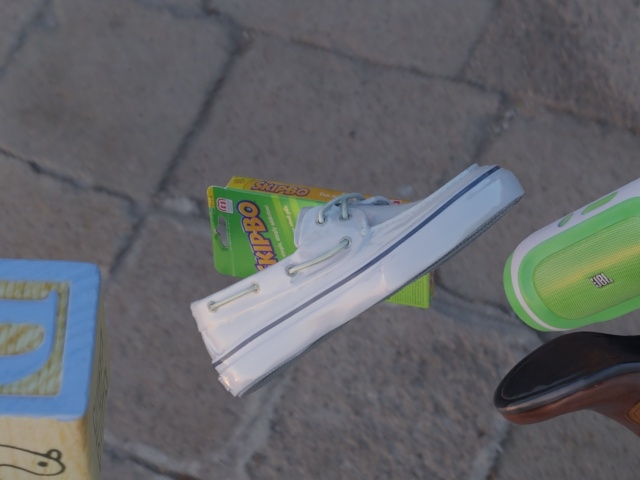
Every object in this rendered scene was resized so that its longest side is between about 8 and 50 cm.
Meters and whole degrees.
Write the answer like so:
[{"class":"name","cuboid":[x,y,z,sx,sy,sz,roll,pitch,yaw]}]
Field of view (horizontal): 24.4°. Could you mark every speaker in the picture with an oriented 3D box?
[{"class":"speaker","cuboid":[0.341,0.010,1.674,0.296,0.131,0.131,-32,46,50]}]

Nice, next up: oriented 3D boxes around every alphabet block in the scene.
[{"class":"alphabet block","cuboid":[-0.325,0.150,1.565,0.192,0.197,0.193,3,53,-2]}]

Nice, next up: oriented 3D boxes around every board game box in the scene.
[{"class":"board game box","cuboid":[0.000,0.000,1.669,0.259,0.124,0.039,7,35,14]}]

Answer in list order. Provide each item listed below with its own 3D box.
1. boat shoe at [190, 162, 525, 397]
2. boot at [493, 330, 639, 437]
[{"class":"boat shoe","cuboid":[0.012,0.009,0.890,0.226,0.083,0.076,-35,84,16]},{"class":"boot","cuboid":[0.332,0.210,1.486,0.264,0.280,0.096,-23,23,-4]}]
